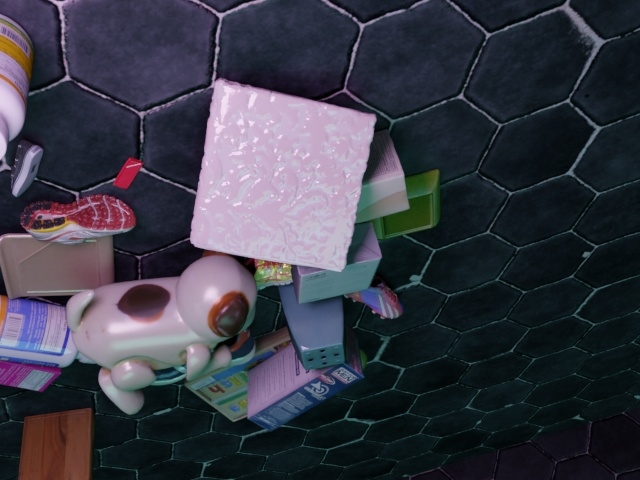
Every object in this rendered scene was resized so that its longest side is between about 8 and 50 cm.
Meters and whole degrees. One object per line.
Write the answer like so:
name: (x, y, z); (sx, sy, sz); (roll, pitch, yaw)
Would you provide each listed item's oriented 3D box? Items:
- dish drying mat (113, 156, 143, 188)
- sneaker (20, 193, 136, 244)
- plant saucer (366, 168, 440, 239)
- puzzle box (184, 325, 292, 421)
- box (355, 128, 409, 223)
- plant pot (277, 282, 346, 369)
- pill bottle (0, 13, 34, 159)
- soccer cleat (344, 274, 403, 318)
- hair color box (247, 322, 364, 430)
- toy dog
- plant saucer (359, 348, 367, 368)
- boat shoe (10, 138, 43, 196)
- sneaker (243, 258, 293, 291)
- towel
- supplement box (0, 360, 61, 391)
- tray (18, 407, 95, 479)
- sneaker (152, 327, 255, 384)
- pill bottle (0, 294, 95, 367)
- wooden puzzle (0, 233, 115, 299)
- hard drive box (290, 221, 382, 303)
dish drying mat: (-0.396, -0.137, 1.348); (0.032, 0.008, 0.083); (17, 132, -34)
sneaker: (-0.507, -0.040, 1.389); (0.226, 0.088, 0.092); (-1, 152, -8)
plant saucer: (0.203, -0.072, 1.574); (0.188, 0.045, 0.188); (-14, 142, 0)
puzzle box: (-0.177, 0.419, 2.029); (0.409, 0.052, 0.272); (-26, 131, 16)
box: (0.018, -0.111, 1.395); (0.311, 0.147, 0.121); (-15, 142, 4)
plant pot: (-0.012, 0.202, 1.697); (0.166, 0.234, 0.165); (-11, 141, -3)
pill bottle: (-0.523, -0.230, 1.005); (0.137, 0.245, 0.136); (-8, 141, -7)
soccer cleat: (0.163, 0.148, 1.811); (0.248, 0.083, 0.095); (28, 121, -37)
hair color box: (-0.050, 0.381, 1.858); (0.347, 0.173, 0.105); (-35, 126, 22)
toy dog: (-0.341, 0.162, 1.538); (0.408, 0.284, 0.395); (-21, 133, 8)
plant saucer: (0.041, 0.424, 2.144); (0.241, 0.037, 0.241); (-8, 141, -7)
boat shoe: (-0.576, -0.142, 1.267); (0.040, 0.049, 0.142); (38, 128, -6)
sneaker: (-0.124, 0.064, 1.618); (0.209, 0.081, 0.094); (-23, 139, 12)
towel: (-0.074, -0.119, 1.270); (0.317, 0.053, 0.331); (10, 107, -6)
supplement box: (-0.794, 0.300, 1.686); (0.220, 0.111, 0.114); (25, 127, -39)
tray: (-0.792, 0.716, 1.958); (0.203, 0.410, 0.076); (-6, 140, -9)
sneaker: (-0.360, 0.288, 1.802); (0.350, 0.131, 0.148); (-15, 135, -7)
pill bottle: (-0.675, 0.228, 1.601); (0.272, 0.152, 0.152); (16, 133, -32)
wooden puzzle: (-0.598, 0.052, 1.501); (0.239, 0.044, 0.221); (-4, 141, -19)
hard drive box: (0.028, 0.057, 1.476); (0.181, 0.089, 0.232); (-12, 160, -8)
